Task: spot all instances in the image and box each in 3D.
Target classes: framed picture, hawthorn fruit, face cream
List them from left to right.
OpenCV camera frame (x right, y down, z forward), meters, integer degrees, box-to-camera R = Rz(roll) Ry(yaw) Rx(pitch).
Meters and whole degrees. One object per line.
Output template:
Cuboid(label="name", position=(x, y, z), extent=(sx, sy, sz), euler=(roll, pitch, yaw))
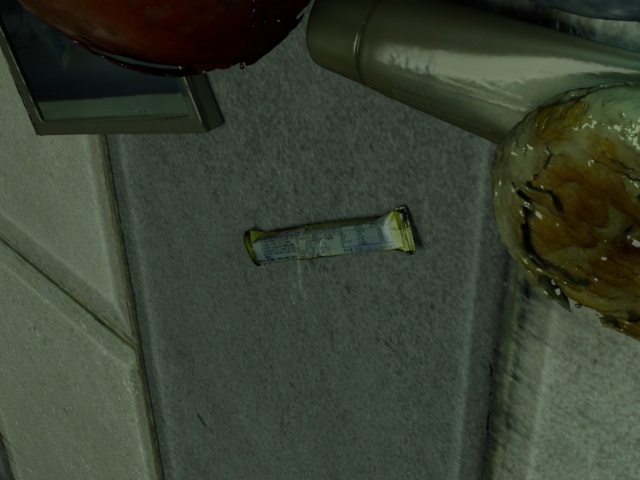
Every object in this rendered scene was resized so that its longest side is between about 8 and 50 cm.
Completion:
Cuboid(label="framed picture", position=(-0.304, -0.279, 1.380), extent=(0.446, 0.028, 0.326), euler=(5, 121, 52))
Cuboid(label="hawthorn fruit", position=(-0.118, -0.287, 0.885), extent=(0.316, 0.316, 0.316), euler=(34, 141, 33))
Cuboid(label="face cream", position=(0.144, -0.121, 0.877), extent=(0.341, 0.084, 0.137), euler=(26, 135, 29))

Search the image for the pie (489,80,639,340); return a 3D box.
Cuboid(label="pie", position=(0.235, -0.005, 0.815), extent=(0.274, 0.055, 0.274), euler=(29, 153, 16))

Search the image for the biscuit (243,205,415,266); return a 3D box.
Cuboid(label="biscuit", position=(0.000, 0.000, 1.214), extent=(0.292, 0.026, 0.048), euler=(-6, 109, 55))

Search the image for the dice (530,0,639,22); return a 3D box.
Cuboid(label="dice", position=(0.174, -0.237, 0.625), extent=(0.183, 0.181, 0.182), euler=(30, 142, 40))
